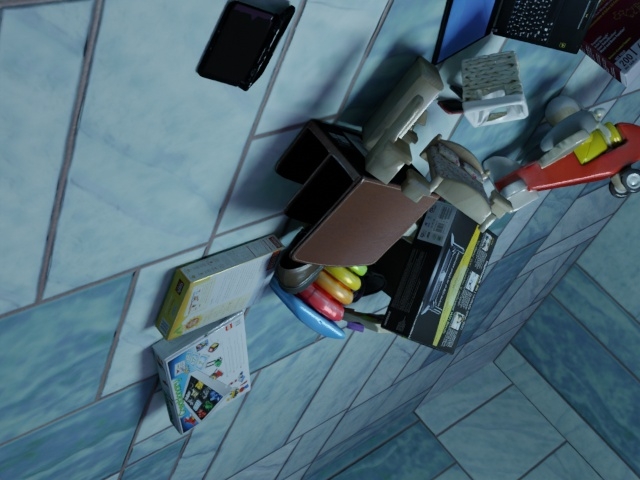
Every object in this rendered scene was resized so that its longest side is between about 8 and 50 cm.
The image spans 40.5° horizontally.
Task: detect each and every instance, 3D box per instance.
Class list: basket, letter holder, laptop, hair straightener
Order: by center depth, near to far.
[{"bbox_3d":[0.358,-0.404,1.543,0.234,0.265,0.136,98,9,-58],"label":"laptop"},{"bbox_3d":[0.043,-0.072,1.601,0.214,0.152,0.302,-49,154,21],"label":"letter holder"},{"bbox_3d":[0.325,-0.283,1.631,0.113,0.103,0.167,-8,175,15],"label":"basket"},{"bbox_3d":[0.325,-0.302,1.793,0.230,0.047,0.089,-8,140,-54],"label":"hair straightener"},{"bbox_3d":[0.254,0.105,2.180,0.204,0.227,0.154,-50,156,20],"label":"basket"}]

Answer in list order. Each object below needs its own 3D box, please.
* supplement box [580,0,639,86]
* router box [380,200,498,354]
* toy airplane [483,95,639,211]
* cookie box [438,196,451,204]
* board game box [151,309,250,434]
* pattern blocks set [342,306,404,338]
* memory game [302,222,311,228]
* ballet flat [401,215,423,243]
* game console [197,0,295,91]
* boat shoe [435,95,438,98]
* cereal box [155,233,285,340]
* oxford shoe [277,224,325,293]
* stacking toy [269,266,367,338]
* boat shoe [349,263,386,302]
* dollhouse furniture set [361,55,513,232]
[{"bbox_3d":[0.551,-0.426,1.682,0.130,0.239,0.073,-46,156,8],"label":"supplement box"},{"bbox_3d":[0.275,0.088,1.965,0.243,0.081,0.308,28,83,-54],"label":"router box"},{"bbox_3d":[0.593,-0.223,2.166,0.385,0.272,0.386,-5,175,-40],"label":"toy airplane"},{"bbox_3d":[0.326,-0.095,2.091,0.092,0.107,0.040,-18,147,-45],"label":"cookie box"},{"bbox_3d":[-0.245,0.274,1.847,0.193,0.053,0.305,-31,146,-25],"label":"board game box"},{"bbox_3d":[0.146,0.203,2.158,0.325,0.286,0.026,8,96,-56],"label":"pattern blocks set"},{"bbox_3d":[0.036,-0.084,1.765,0.186,0.012,0.186,-35,156,-18],"label":"memory game"},{"bbox_3d":[0.188,-0.043,1.962,0.107,0.106,0.316,-49,157,13],"label":"ballet flat"},{"bbox_3d":[-0.101,-0.276,1.196,0.122,0.071,0.107,-56,-177,33],"label":"game console"},{"bbox_3d":[0.208,-0.282,1.654,0.035,0.035,0.100,-34,156,-19],"label":"boat shoe"},{"bbox_3d":[-0.190,0.088,1.662,0.240,0.047,0.173,-21,149,-43],"label":"cereal box"},{"bbox_3d":[0.000,0.000,1.702,0.227,0.083,0.096,-51,155,-23],"label":"oxford shoe"},{"bbox_3d":[0.046,0.036,1.804,0.175,0.166,0.301,37,93,-32],"label":"stacking toy"},{"bbox_3d":[0.055,0.098,2.005,0.108,0.102,0.301,-52,156,22],"label":"boat shoe"},{"bbox_3d":[0.268,-0.146,1.566,0.173,0.356,0.303,-51,-165,22],"label":"dollhouse furniture set"}]
